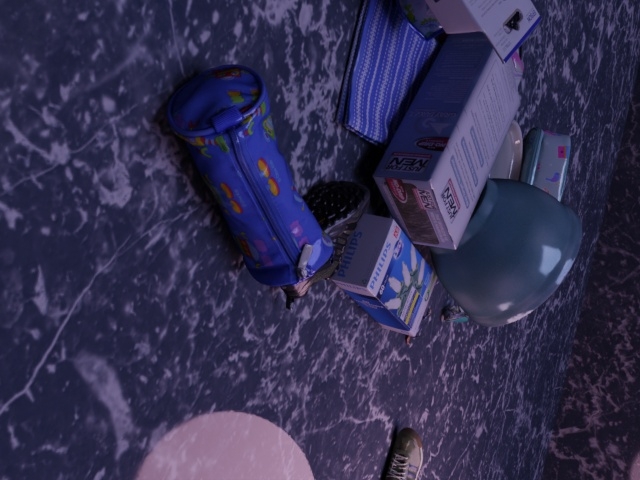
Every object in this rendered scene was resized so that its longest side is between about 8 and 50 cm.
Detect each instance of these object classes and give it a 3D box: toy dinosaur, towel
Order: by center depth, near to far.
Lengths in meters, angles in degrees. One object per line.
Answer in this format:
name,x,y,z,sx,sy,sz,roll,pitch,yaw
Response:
towel,0.145,-0.273,1.272,0.336,0.040,0.243,14,88,-58
toy dinosaur,0.197,0.163,1.532,0.090,0.047,0.082,116,-1,-54

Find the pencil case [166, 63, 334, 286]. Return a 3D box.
pencil case,-0.078,-0.064,0.904,0.119,0.133,0.306,-31,133,-8

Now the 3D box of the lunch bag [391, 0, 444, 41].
lunch bag,0.163,-0.422,1.166,0.151,0.096,0.129,37,50,-38

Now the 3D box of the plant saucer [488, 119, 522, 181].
plant saucer,0.368,-0.170,1.610,0.400,0.100,0.401,-27,123,-52

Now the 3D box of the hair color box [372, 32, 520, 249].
hair color box,0.241,-0.190,1.312,0.374,0.113,0.185,-61,142,-27

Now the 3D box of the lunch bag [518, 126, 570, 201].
lunch bag,0.521,-0.156,1.773,0.279,0.107,0.224,64,37,-85

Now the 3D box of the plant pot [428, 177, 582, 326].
plant pot,0.325,-0.007,1.408,0.196,0.293,0.293,36,65,-19

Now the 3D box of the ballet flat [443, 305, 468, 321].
ballet flat,0.324,0.174,1.722,0.114,0.041,0.041,13,90,-60

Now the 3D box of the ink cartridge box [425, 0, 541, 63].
ink cartridge box,0.192,-0.446,1.097,0.371,0.069,0.176,51,50,-12

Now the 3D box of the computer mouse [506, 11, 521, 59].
computer mouse,0.384,-0.487,1.560,0.188,0.072,0.272,8,82,-57

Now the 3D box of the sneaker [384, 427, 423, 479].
sneaker,0.175,0.511,1.573,0.086,0.064,0.192,-29,128,-57

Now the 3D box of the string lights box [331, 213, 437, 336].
string lights box,0.122,0.068,1.320,0.259,0.076,0.133,45,64,-54

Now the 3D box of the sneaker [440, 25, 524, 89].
sneaker,0.325,-0.387,1.432,0.252,0.103,0.111,50,56,-35

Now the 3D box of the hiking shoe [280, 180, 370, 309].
hiking shoe,0.000,0.000,1.115,0.227,0.086,0.114,-47,151,-32
